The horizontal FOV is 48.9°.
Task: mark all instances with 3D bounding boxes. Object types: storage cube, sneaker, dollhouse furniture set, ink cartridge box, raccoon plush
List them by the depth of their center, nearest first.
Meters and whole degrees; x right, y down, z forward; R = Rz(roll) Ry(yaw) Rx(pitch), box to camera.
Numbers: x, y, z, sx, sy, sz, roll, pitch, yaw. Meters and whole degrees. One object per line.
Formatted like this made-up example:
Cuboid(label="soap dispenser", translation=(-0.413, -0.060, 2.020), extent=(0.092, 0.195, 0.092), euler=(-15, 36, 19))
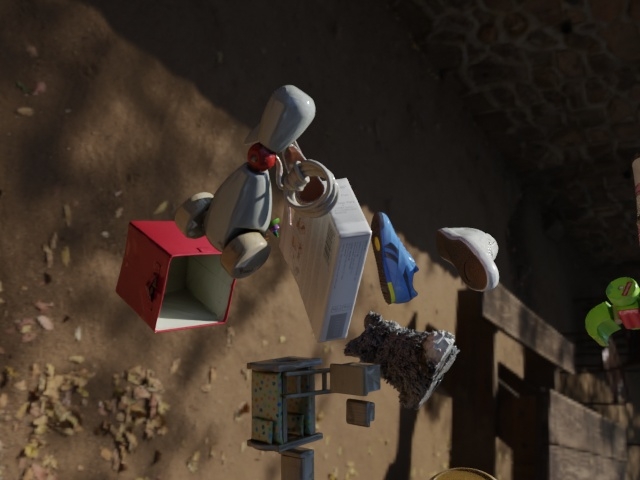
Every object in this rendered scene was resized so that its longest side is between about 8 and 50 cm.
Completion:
Cuboid(label="dollhouse furniture set", translation=(-0.010, 0.249, 0.909), extent=(0.101, 0.161, 0.181), euler=(2, 86, -51))
Cuboid(label="ink cartridge box", translation=(0.000, 0.000, 1.315), extent=(0.296, 0.066, 0.261), euler=(100, -25, -45))
Cuboid(label="sneaker", translation=(0.163, 0.035, 1.532), extent=(0.069, 0.082, 0.209), euler=(-152, -132, -76))
Cuboid(label="storage cube", translation=(-0.321, 0.072, 1.574), extent=(0.215, 0.193, 0.183), euler=(-2, 115, -43))
Cuboid(label="sneaker", translation=(0.365, 0.027, 1.609), extent=(0.290, 0.123, 0.105), euler=(-115, -160, -67))
Cuboid(label="raccoon plush", translation=(0.230, 0.273, 1.999), extent=(0.216, 0.299, 0.446), euler=(-43, 157, -32))

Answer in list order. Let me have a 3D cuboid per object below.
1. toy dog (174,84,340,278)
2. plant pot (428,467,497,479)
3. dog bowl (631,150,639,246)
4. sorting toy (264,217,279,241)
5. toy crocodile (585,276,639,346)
Cuboid(label="toy dog", translation=(-0.086, -0.088, 1.157), extent=(0.161, 0.334, 0.220), euler=(-13, 72, -57))
Cuboid(label="plant pot", translation=(0.386, 0.683, 1.889), extent=(0.236, 0.236, 0.032), euler=(-38, 127, -55))
Cuboid(label="dog bowl", translation=(0.663, -0.024, 1.035), extent=(0.408, 0.408, 0.150), euler=(13, 88, -58))
Cuboid(label="sorting toy", translation=(-0.141, -0.021, 1.955), extent=(0.042, 0.102, 0.061), euler=(57, 34, 3))
Cuboid(label="toy crocodile", translation=(0.738, 0.131, 1.511), extent=(0.115, 0.341, 0.105), euler=(51, 31, -30))
